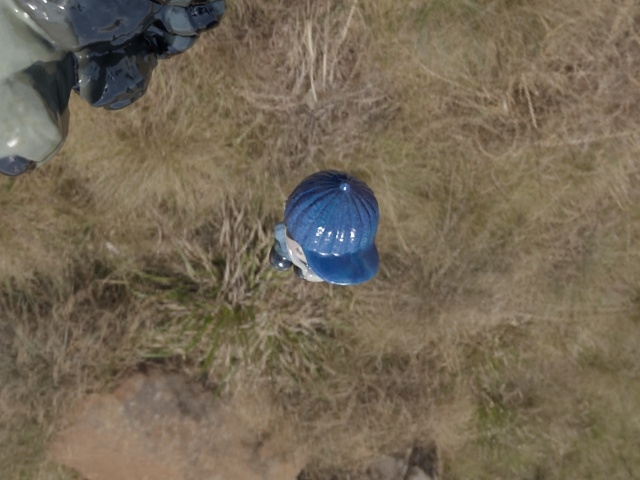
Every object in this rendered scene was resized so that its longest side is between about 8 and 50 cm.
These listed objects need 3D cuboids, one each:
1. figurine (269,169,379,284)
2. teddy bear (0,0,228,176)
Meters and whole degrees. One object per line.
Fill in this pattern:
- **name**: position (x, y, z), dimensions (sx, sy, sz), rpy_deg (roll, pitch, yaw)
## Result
- **figurine**: position (0.003, -0.008, 0.592), dimensions (0.077, 0.136, 0.080), rpy_deg (21, 84, -11)
- **teddy bear**: position (-0.162, -0.116, 0.453), dimensions (0.251, 0.144, 0.171), rpy_deg (-37, 168, 12)
